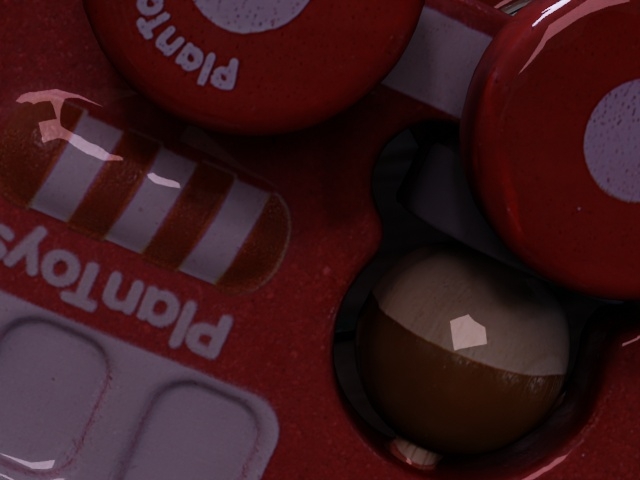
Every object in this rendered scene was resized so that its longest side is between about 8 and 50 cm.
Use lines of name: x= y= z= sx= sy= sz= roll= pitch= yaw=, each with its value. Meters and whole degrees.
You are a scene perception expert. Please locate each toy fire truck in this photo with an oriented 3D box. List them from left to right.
toy fire truck: x=0.000 y=0.000 z=0.626 sx=0.302 sy=0.169 sz=0.254 roll=24 pitch=100 yaw=-11
